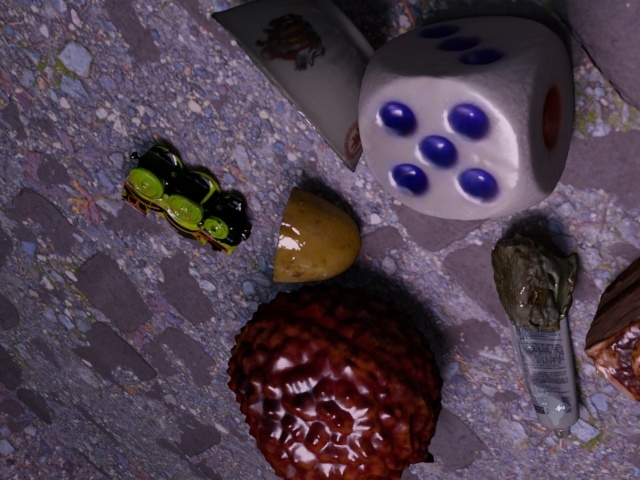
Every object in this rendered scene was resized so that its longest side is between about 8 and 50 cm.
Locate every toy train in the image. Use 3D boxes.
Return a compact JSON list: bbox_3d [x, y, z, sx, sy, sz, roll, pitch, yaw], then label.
[{"bbox_3d":[-0.279,-0.076,1.759,0.296,0.100,0.160,35,143,2],"label":"toy train"}]

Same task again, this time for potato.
[{"bbox_3d":[0.000,0.000,1.606,0.158,0.178,0.203,10,117,4],"label":"potato"}]

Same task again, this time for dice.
[{"bbox_3d":[0.220,-0.184,1.235,0.251,0.259,0.243,7,127,29],"label":"dice"}]

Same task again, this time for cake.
[{"bbox_3d":[0.544,0.154,1.285,0.196,0.293,0.198,40,132,-2],"label":"cake"}]

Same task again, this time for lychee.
[{"bbox_3d":[0.047,0.309,1.648,0.500,0.424,0.425,41,136,-11],"label":"lychee"}]

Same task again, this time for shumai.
[{"bbox_3d":[0.380,0.068,1.423,0.142,0.184,0.184,-9,127,-4],"label":"shumai"}]

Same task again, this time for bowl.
[{"bbox_3d":[-0.004,-0.281,1.332,0.157,0.337,0.337,-41,100,5],"label":"bowl"}]

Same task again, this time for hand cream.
[{"bbox_3d":[0.433,0.235,1.596,0.124,0.078,0.340,-2,116,34],"label":"hand cream"}]
